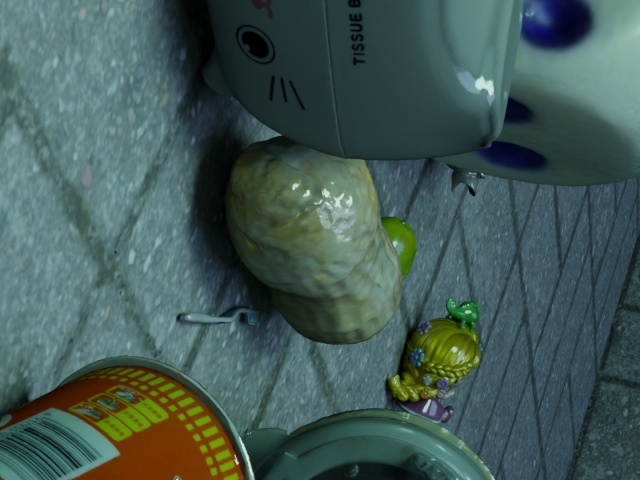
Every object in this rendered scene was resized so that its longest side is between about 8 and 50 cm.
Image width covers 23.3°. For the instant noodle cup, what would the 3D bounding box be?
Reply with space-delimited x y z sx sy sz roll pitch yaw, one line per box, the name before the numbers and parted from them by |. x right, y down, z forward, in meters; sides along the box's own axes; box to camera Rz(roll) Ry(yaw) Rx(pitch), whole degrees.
instant noodle cup | -0.166 0.179 0.922 0.212 0.193 0.193 -11 113 -62

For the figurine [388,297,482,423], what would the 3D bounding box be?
figurine | 0.141 0.141 1.917 0.115 0.095 0.156 18 103 -51

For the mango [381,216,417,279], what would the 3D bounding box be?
mango | 0.066 0.026 1.665 0.073 0.056 0.108 29 77 -65

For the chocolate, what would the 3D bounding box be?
chocolate | 0.000 0.000 1.338 0.309 0.134 0.134 57 48 -63

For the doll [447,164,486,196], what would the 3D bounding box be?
doll | 0.188 -0.157 1.851 0.192 0.095 0.149 79 27 -44

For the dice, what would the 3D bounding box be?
dice | 0.214 -0.227 1.549 0.304 0.304 0.277 54 51 -66

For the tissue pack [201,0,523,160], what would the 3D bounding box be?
tissue pack | 0.028 -0.231 1.141 0.229 0.236 0.333 -72 163 -45

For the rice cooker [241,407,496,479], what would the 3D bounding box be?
rice cooker | 0.042 0.279 1.378 0.264 0.316 0.316 -58 159 -4

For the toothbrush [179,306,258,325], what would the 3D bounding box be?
toothbrush | -0.085 0.063 1.319 0.162 0.014 0.017 13 70 -71
